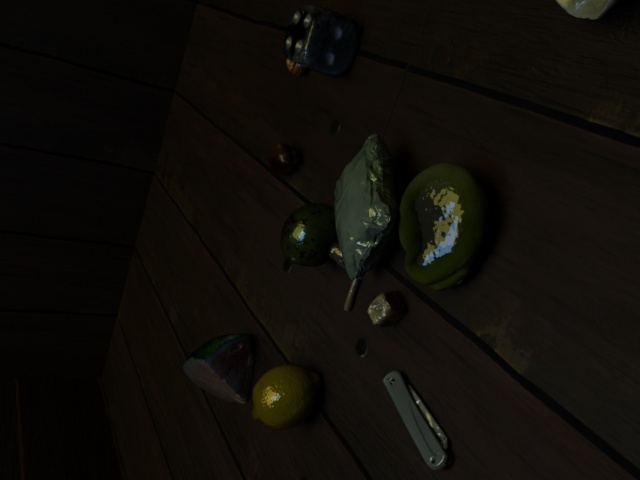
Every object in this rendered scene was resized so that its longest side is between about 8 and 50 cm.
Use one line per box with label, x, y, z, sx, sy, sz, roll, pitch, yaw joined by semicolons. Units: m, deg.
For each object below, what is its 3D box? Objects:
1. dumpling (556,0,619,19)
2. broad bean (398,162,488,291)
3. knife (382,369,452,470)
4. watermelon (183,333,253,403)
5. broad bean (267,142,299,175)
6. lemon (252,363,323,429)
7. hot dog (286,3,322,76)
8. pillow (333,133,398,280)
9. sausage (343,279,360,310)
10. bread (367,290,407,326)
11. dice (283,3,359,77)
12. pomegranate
dumpling;0.531;-0.503;1.002;0.250;0.132;0.162;-42;47;45
broad bean;0.269;-0.032;1.287;0.238;0.119;0.291;29;115;51
knife;0.228;0.417;1.343;0.073;0.041;0.265;-53;41;20
watermelon;-0.356;0.449;2.129;0.292;0.319;0.222;-3;46;50
broad bean;-0.137;-0.288;2.008;0.165;0.084;0.114;-14;76;61
lemon;-0.106;0.467;1.709;0.244;0.187;0.186;-31;51;12
hot dog;-0.047;-0.692;1.975;0.100;0.068;0.249;50;127;37
pillow;0.122;-0.093;1.488;0.283;0.138;0.309;115;156;-54
sausage;0.094;0.139;1.617;0.024;0.024;0.132;36;114;54
bread;0.169;0.173;1.455;0.083;0.070;0.076;-53;44;32
dice;0.001;-0.628;1.786;0.182;0.181;0.183;45;121;53
pomegranate;0.000;0.000;1.665;0.248;0.202;0.202;36;116;22
